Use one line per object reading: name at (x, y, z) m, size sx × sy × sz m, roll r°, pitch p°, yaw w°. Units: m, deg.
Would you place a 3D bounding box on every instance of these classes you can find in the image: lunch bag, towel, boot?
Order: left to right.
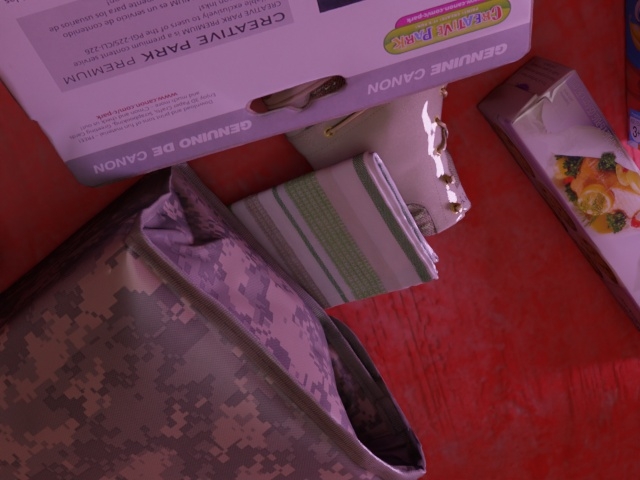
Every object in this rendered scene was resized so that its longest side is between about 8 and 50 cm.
lunch bag at (-0.097, 0.125, 0.577) m, size 0.235 × 0.169 × 0.287 m, roll -37°, pitch 109°, yaw 14°
towel at (0.000, 0.000, 0.604) m, size 0.152 × 0.023 × 0.113 m, roll -17°, pitch 118°, yaw 31°
boot at (0.081, -0.096, 0.590) m, size 0.213 × 0.077 × 0.165 m, roll -27°, pitch 114°, yaw 6°

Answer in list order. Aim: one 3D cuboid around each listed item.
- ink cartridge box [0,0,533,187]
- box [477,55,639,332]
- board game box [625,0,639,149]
ink cartridge box at (-0.047, -0.193, 0.443) m, size 0.309 × 0.130 × 0.272 m, roll -16°, pitch 143°, yaw 1°
box at (0.248, -0.007, 0.670) m, size 0.063 × 0.067 × 0.324 m, roll -40°, pitch 115°, yaw 6°
board game box at (0.314, -0.194, 0.568) m, size 0.144 × 0.142 × 0.275 m, roll -14°, pitch 114°, yaw -7°
